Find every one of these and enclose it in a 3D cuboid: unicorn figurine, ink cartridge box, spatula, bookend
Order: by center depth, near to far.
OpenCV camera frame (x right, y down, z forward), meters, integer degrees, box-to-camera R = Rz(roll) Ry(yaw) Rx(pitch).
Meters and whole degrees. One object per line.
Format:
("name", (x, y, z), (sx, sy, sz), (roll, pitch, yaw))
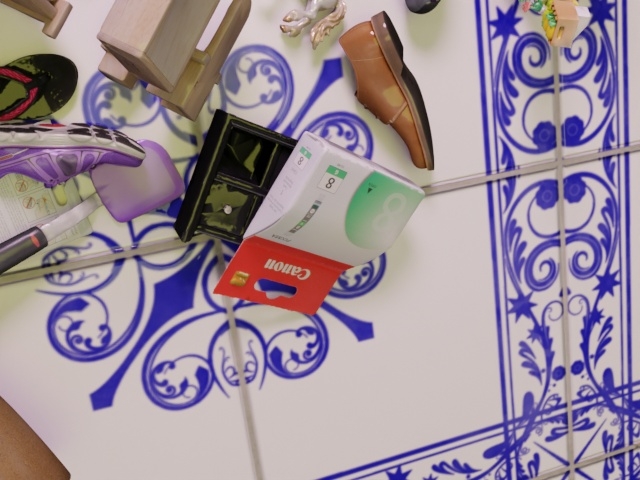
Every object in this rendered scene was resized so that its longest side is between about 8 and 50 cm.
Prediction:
("ink cartridge box", (-0.367, -0.042, 0.844), (0.179, 0.045, 0.145), (-27, 111, -30))
("spatula", (-0.293, -0.019, 0.851), (0.296, 0.030, 0.084), (-35, 112, -25))
("unicorn figurine", (-0.022, -0.314, 0.877), (0.111, 0.060, 0.162), (-39, 128, -6))
("ink cartridge box", (0.000, 0.000, 0.907), (0.181, 0.056, 0.225), (18, 108, -43))
("bookend", (-0.075, -0.056, 0.911), (0.156, 0.072, 0.157), (19, 97, -22))

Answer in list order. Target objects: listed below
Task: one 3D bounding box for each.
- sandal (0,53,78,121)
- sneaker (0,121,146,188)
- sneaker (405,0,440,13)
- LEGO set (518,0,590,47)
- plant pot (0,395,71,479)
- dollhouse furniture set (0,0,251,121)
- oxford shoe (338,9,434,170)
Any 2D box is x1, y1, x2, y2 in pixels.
("sandal", (-0.348, -0.155, 0.810), (0.179, 0.040, 0.067), (-16, 108, -14))
("sneaker", (-0.281, -0.092, 0.837), (0.170, 0.068, 0.071), (-1, 112, -19))
("sneaker", (0.106, -0.379, 0.870), (0.098, 0.083, 0.224), (-4, 114, -29))
("LEGO set", (0.272, -0.357, 0.920), (0.107, 0.132, 0.287), (26, 72, -17))
("plant pot", (-0.434, 0.212, 0.791), (0.237, 0.237, 0.254), (-30, 97, -9))
("dollhouse furniture set", (-0.267, -0.300, 0.736), (0.355, 0.303, 0.174), (27, 86, 7))
("oxford shoe", (0.088, -0.176, 0.949), (0.076, 0.076, 0.212), (-20, 114, 19))
